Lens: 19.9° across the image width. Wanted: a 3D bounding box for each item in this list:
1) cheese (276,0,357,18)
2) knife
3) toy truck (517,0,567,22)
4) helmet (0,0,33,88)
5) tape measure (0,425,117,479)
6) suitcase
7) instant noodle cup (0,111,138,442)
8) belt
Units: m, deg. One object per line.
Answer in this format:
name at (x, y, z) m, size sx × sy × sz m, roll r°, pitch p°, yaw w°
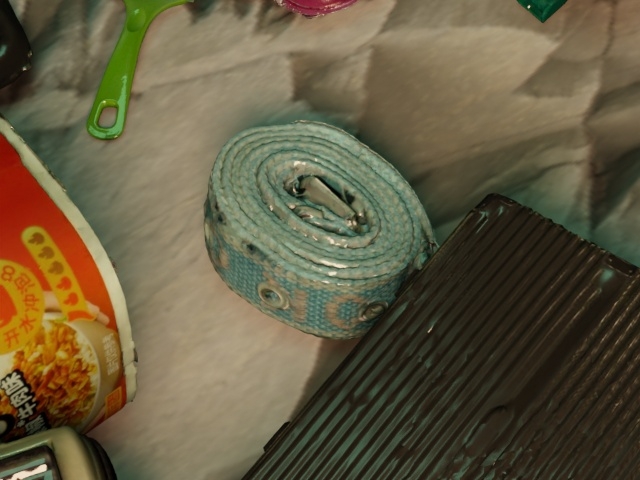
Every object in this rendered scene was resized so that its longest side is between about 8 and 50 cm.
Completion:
cheese at (-0.016, -0.215, 1.463) m, size 0.145 × 0.038 × 0.095 m, roll 4°, pitch 55°, yaw 16°
knife at (-0.153, -0.150, 1.444) m, size 0.078 × 0.022 × 0.166 m, roll 5°, pitch 56°, yaw 16°
toy truck at (0.291, -0.325, 1.418) m, size 0.363 × 0.178 × 0.176 m, roll -39°, pitch 70°, yaw -19°
helmet at (-0.334, -0.183, 1.384) m, size 0.193 × 0.189 × 0.216 m, roll 9°, pitch 61°, yaw 24°
tape measure at (-0.148, 0.204, 1.051) m, size 0.133 × 0.271 × 0.231 m, roll -19°, pitch 57°, yaw -7°
suitcase at (0.102, 0.154, 1.129) m, size 0.230 × 0.152 × 0.335 m, roll 31°, pitch 64°, yaw 23°
instant noodle cup at (-0.298, 0.079, 1.175) m, size 0.308 × 0.294 × 0.294 m, roll -30°, pitch 58°, yaw -21°
belt at (-0.005, -0.006, 1.293) m, size 0.148 × 0.082 × 0.163 m, roll -12°, pitch 51°, yaw -14°
